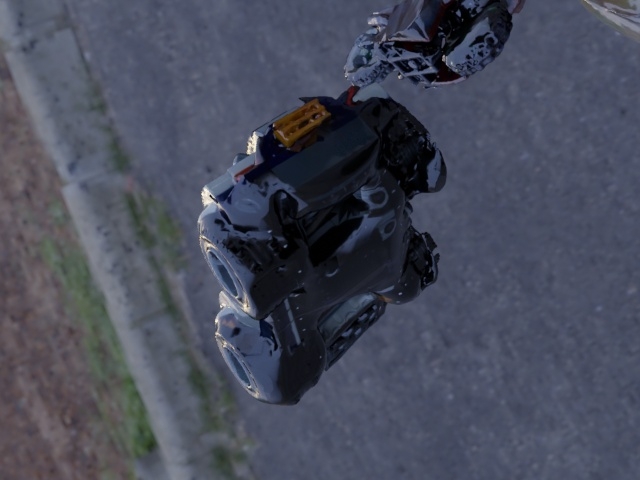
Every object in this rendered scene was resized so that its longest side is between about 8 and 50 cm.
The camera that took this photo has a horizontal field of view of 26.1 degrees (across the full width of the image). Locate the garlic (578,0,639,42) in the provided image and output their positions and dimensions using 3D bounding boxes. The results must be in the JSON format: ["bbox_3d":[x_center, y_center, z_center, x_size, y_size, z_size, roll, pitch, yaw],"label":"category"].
[{"bbox_3d":[0.293,-0.247,1.150,0.338,0.151,0.196,-105,26,-43],"label":"garlic"}]

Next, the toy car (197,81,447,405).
[{"bbox_3d":[-0.001,-0.002,1.057,0.118,0.193,0.301,48,162,28],"label":"toy car"}]

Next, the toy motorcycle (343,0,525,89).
[{"bbox_3d":[0.099,-0.189,1.184,0.082,0.122,0.213,44,158,-25],"label":"toy motorcycle"}]
